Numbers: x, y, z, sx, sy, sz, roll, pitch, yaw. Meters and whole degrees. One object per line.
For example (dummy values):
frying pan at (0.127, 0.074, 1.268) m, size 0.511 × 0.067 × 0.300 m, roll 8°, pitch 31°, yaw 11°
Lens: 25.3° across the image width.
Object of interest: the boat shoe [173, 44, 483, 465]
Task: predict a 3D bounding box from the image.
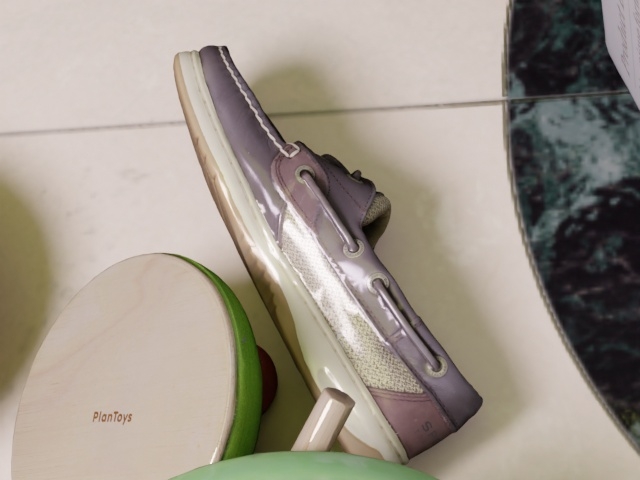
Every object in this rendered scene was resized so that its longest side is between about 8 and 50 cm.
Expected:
boat shoe at (0.000, 0.000, 0.838) m, size 0.092 × 0.103 × 0.285 m, roll -26°, pitch 69°, yaw -4°

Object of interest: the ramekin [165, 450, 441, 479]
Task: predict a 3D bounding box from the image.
ramekin at (-0.007, 0.257, 0.612) m, size 0.303 × 0.148 × 0.303 m, roll -1°, pitch 100°, yaw -3°

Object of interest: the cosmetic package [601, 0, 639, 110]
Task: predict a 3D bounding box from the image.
cosmetic package at (0.342, -0.109, 0.653) m, size 0.327 × 0.329 × 0.393 m, roll -22°, pitch 57°, yaw 3°

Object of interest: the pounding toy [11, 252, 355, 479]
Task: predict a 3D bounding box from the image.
pounding toy at (-0.060, 0.118, 0.784) m, size 0.237 × 0.110 × 0.183 m, roll 34°, pitch 97°, yaw 47°
